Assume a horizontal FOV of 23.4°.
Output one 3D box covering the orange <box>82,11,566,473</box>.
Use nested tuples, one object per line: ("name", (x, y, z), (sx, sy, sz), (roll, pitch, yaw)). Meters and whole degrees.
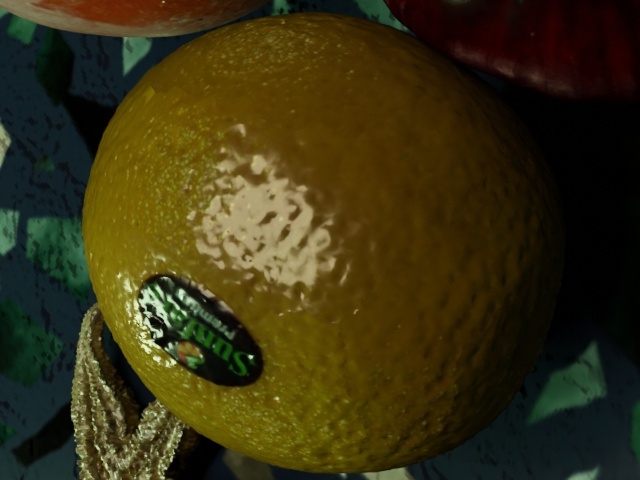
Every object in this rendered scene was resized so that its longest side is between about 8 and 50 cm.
("orange", (0.000, 0.000, 0.738), (0.236, 0.236, 0.236), (-7, 79, 38))

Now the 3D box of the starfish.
("starfish", (-0.111, 0.146, 0.917), (0.227, 0.043, 0.241), (-26, 65, 31))

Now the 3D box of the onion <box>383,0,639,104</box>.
("onion", (0.127, -0.195, 0.636), (0.273, 0.285, 0.273), (-2, 78, 10))

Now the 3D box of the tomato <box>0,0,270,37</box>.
("tomato", (-0.097, -0.240, 0.846), (0.270, 0.227, 0.270), (-2, 81, 14))
